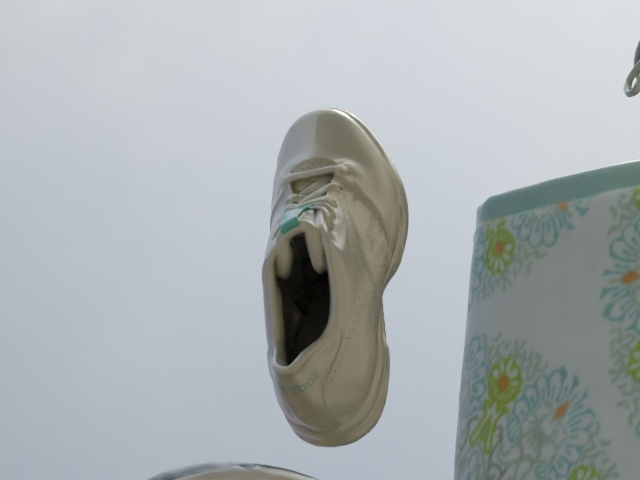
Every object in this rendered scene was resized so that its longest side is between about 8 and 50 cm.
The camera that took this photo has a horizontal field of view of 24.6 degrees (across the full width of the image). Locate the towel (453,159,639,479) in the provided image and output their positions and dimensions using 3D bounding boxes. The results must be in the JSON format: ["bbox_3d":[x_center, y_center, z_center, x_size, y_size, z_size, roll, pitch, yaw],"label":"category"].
[{"bbox_3d":[0.261,0.090,1.260,0.090,0.374,0.320,23,-113,-34],"label":"towel"}]

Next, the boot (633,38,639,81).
[{"bbox_3d":[0.495,-0.192,1.374,0.138,0.377,0.284,54,-165,-31],"label":"boot"}]

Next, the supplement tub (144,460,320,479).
[{"bbox_3d":[-0.058,0.231,0.718,0.194,0.316,0.193,3,-111,-8],"label":"supplement tub"}]

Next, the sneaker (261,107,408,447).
[{"bbox_3d":[0.000,0.000,0.804,0.094,0.080,0.212,54,-153,-52],"label":"sneaker"}]

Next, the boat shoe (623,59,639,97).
[{"bbox_3d":[0.301,-0.149,1.093,0.156,0.136,0.367,-19,-88,-1],"label":"boat shoe"}]
